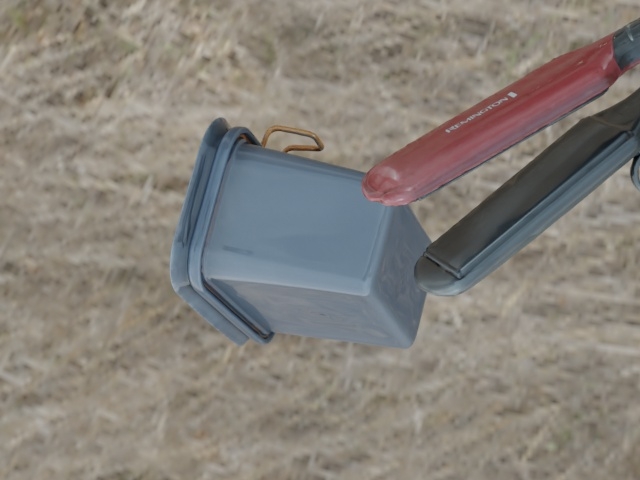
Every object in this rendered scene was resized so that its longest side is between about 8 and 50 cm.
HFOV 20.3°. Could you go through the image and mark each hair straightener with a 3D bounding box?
[{"bbox_3d":[0.129,-0.045,0.674,0.230,0.047,0.089,-34,111,-14],"label":"hair straightener"}]

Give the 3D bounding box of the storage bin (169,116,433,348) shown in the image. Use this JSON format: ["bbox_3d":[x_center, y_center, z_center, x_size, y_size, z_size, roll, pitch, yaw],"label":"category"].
[{"bbox_3d":[0.000,0.000,0.844,0.091,0.098,0.135,10,165,16],"label":"storage bin"}]
